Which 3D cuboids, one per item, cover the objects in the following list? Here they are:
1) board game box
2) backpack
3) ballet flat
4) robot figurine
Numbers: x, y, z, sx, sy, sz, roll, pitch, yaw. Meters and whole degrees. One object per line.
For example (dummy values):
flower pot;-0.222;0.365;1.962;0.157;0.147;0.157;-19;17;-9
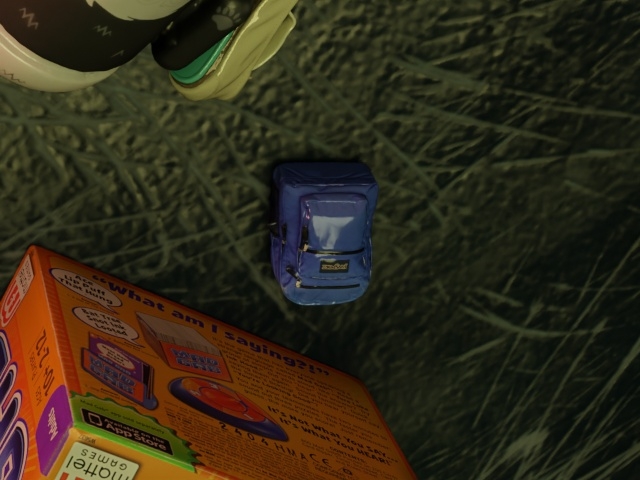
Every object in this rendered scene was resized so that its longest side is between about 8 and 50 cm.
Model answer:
board game box;-0.151;0.280;1.553;0.356;0.356;0.356;24;105;-21
backpack;0.000;0.000;1.622;0.098;0.101;0.120;2;114;-7
ballet flat;-0.038;-0.221;1.546;0.086;0.086;0.248;33;102;-22
robot figurine;-0.174;-0.234;1.413;0.278;0.173;0.209;-37;78;39
